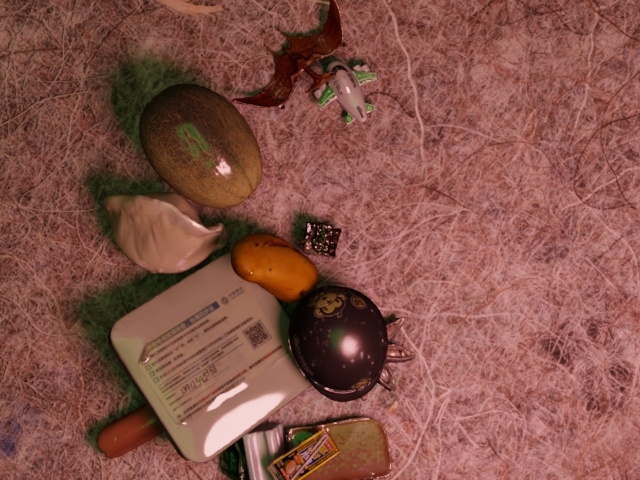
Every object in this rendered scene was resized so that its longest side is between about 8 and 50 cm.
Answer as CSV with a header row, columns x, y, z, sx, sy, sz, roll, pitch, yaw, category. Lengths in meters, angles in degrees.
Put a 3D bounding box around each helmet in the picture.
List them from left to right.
x,y,z,sx,sy,sz,roll,pitch,yaw,category
0.057,0.235,1.645,0.230,0.160,0.279,-19,85,-19,helmet

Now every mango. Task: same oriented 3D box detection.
x,y,z,sx,sy,sz,roll,pitch,yaw,category
-0.105,0.058,1.701,0.120,0.295,0.177,-45,58,8,mango

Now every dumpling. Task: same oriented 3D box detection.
x,y,z,sx,sy,sz,roll,pitch,yaw,category
-0.388,-0.027,1.717,0.317,0.243,0.187,15,72,-3,dumpling

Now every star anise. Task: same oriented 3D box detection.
x,y,z,sx,sy,sz,roll,pitch,yaw,category
0.107,0.276,1.784,0.223,0.109,0.236,33,71,-8,star anise

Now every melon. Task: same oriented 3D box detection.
x,y,z,sx,sy,sz,roll,pitch,yaw,category
-0.284,-0.225,1.721,0.248,0.248,0.329,-43,98,-2,melon

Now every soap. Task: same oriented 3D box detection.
x,y,z,sx,sy,sz,roll,pitch,yaw,category
-0.121,0.574,1.758,0.091,0.145,0.231,-11,84,8,soap

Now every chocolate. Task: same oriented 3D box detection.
x,y,z,sx,sy,sz,roll,pitch,yaw,category
0.047,0.533,1.788,0.261,0.083,0.161,-6,72,-2,chocolate

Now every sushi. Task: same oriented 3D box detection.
x,y,z,sx,sy,sz,roll,pitch,yaw,category
0.001,0.000,1.790,0.094,0.098,0.084,12,87,2,sushi

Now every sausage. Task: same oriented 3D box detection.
x,y,z,sx,sy,sz,roll,pitch,yaw,category
-0.422,0.447,1.781,0.289,0.086,0.086,-28,89,-3,sausage

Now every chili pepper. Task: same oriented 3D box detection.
x,y,z,sx,sy,sz,roll,pitch,yaw,category
-0.205,0.515,1.782,0.062,0.108,0.217,-4,85,-33,chili pepper

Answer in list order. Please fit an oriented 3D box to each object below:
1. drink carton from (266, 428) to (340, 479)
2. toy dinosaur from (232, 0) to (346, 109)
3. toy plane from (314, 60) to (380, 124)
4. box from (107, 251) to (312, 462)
x,y,z,sx,sy,sz,roll,pitch,yaw,category
-0.038,0.516,1.687,0.165,0.056,0.071,-25,74,-36,drink carton
-0.077,-0.454,1.784,0.327,0.113,0.207,-21,74,15,toy dinosaur
0.070,-0.377,1.811,0.173,0.080,0.174,0,86,1,toy plane
-0.255,0.272,1.728,0.395,0.111,0.397,-32,88,-23,box
